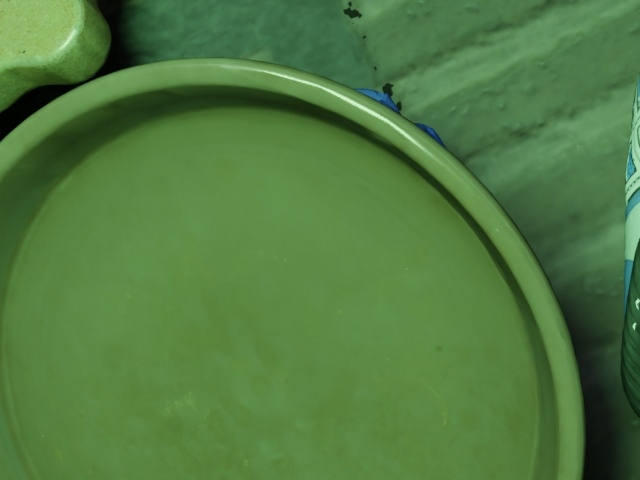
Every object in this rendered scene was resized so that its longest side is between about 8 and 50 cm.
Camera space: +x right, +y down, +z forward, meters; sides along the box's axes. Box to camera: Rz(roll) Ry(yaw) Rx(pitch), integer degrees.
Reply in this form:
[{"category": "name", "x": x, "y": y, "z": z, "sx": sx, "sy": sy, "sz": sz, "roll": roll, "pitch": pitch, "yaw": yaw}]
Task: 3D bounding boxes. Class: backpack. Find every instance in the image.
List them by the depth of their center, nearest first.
[{"category": "backpack", "x": 0.000, "y": 0.000, "z": 0.828, "sx": 0.120, "sy": 0.098, "sz": 0.101, "roll": -34, "pitch": 86, "yaw": 18}]

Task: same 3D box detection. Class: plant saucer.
[{"category": "plant saucer", "x": -0.029, "y": 0.062, "z": 0.777, "sx": 0.277, "sy": 0.041, "sz": 0.278, "roll": 5, "pitch": 107, "yaw": 18}]

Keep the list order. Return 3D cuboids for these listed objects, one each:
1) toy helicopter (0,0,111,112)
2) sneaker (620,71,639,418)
[{"category": "toy helicopter", "x": -0.211, "y": -0.070, "z": 0.935, "sx": 0.235, "sy": 0.140, "sz": 0.355, "roll": 0, "pitch": 72, "yaw": 23}, {"category": "sneaker", "x": 0.164, "y": -0.025, "z": 0.797, "sx": 0.080, "sy": 0.081, "sz": 0.211, "roll": 13, "pitch": 88, "yaw": -8}]
